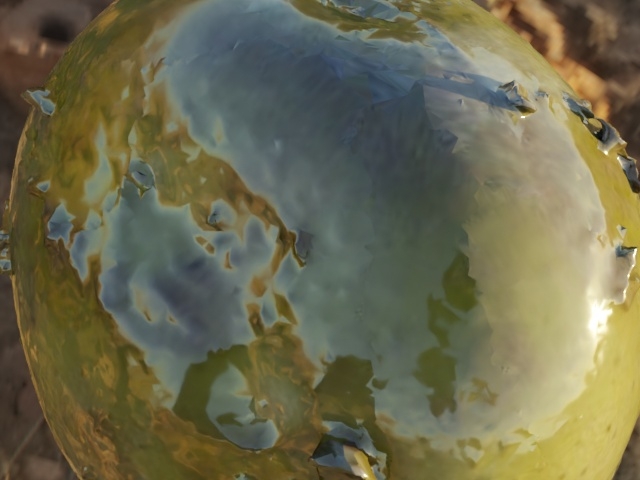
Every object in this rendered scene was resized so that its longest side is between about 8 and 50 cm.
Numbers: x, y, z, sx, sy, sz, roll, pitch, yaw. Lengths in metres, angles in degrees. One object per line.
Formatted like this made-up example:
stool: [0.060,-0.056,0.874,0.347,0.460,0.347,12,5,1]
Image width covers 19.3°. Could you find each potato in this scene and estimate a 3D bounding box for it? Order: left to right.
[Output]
potato: [0.000,0.000,1.166,0.442,0.319,0.385,27,60,17]
